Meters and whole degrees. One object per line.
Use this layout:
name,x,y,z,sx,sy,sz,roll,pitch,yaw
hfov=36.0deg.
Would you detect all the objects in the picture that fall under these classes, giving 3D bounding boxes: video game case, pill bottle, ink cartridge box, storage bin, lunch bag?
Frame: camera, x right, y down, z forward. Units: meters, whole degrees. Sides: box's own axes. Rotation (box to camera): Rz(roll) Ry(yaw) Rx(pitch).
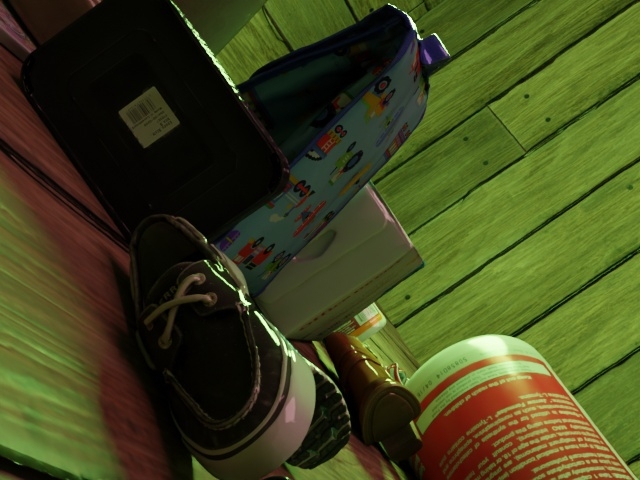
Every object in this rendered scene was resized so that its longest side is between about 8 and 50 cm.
video game case,-0.258,-0.190,0.757,0.122,0.011,0.087,56,4,23
pill bottle,0.262,0.318,1.175,0.229,0.229,0.407,52,4,-38
pill bottle,0.014,0.073,1.326,0.152,0.086,0.086,55,3,4
ink cartridge box,0.000,0.000,1.121,0.168,0.171,0.233,55,3,10
storage bin,-0.117,-0.084,0.729,0.180,0.122,0.084,55,3,-2
lunch bag,-0.005,-0.091,0.901,0.138,0.293,0.221,56,3,14

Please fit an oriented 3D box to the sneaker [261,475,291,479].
sneaker,0.009,0.194,0.442,0.089,0.051,0.170,52,9,-43

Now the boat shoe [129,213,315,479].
boat shoe,-0.070,0.051,0.550,0.070,0.078,0.219,50,-1,-31

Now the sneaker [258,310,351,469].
sneaker,-0.035,0.090,0.701,0.162,0.063,0.073,54,0,-13

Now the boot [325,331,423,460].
boot,0.051,0.162,1.136,0.152,0.073,0.197,58,-7,31

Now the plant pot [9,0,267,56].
plant pot,-0.152,-0.251,0.896,0.263,0.229,0.263,57,1,-2

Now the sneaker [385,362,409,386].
sneaker,0.079,0.180,1.338,0.042,0.067,0.118,53,4,-37
